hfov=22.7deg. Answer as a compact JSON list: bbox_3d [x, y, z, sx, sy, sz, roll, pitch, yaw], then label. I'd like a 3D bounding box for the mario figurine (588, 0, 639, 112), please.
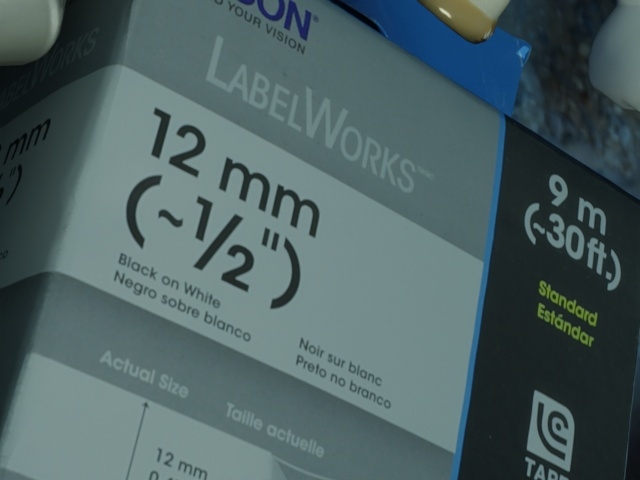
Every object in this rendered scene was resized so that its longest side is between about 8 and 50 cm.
[{"bbox_3d":[0.184,-0.164,0.822,0.198,0.170,0.321,-31,85,-5],"label":"mario figurine"}]

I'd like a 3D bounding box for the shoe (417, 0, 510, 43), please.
[{"bbox_3d":[-0.005,-0.166,0.641,0.219,0.058,0.076,37,18,-1],"label":"shoe"}]

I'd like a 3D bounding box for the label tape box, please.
[{"bbox_3d":[0.000,0.000,0.595,0.249,0.115,0.348,28,61,-29],"label":"label tape box"}]

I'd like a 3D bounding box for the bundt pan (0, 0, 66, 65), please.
[{"bbox_3d":[-0.158,-0.169,0.429,0.330,0.124,0.331,-16,113,-42],"label":"bundt pan"}]
